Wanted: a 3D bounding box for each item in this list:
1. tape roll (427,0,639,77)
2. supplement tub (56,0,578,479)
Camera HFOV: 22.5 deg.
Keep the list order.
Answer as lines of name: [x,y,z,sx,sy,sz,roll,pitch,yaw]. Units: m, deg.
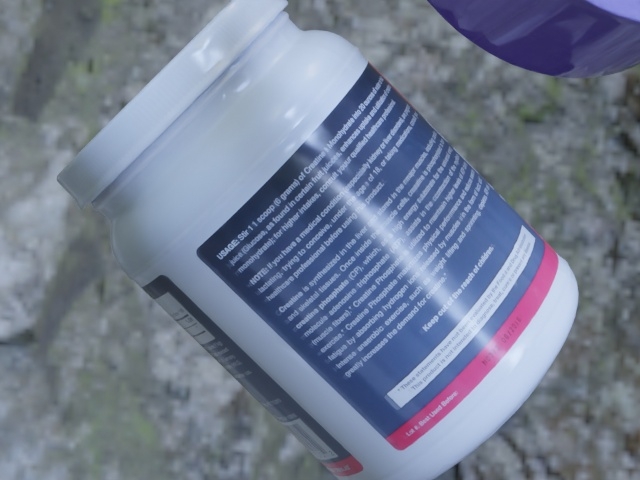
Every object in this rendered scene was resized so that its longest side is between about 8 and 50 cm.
tape roll: [0.124,-0.174,0.732,0.080,0.189,0.189,155,-58,-62]
supplement tub: [0.000,0.000,0.951,0.191,0.272,0.191,-44,-172,8]
